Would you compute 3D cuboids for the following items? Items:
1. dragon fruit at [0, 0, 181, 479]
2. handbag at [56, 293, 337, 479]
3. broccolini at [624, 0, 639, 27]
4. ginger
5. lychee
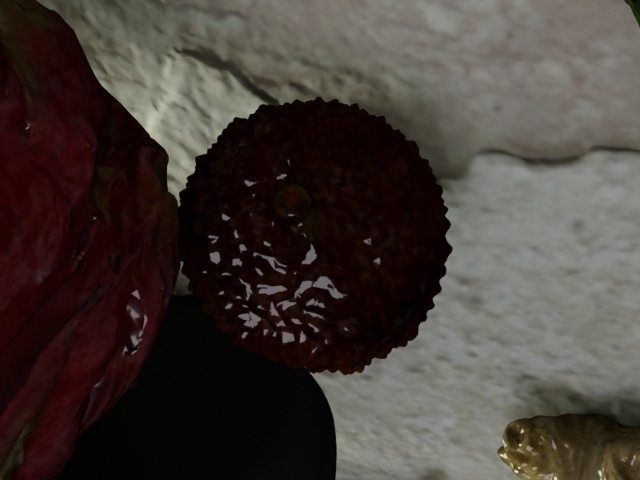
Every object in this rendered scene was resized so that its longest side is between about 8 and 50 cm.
[{"bbox_3d":[-0.220,0.003,0.429,0.329,0.329,0.329,13,140,11],"label":"dragon fruit"},{"bbox_3d":[-0.144,0.124,0.577,0.308,0.254,0.093,2,125,22],"label":"handbag"},{"bbox_3d":[0.144,-0.035,0.420,0.079,0.074,0.392,-28,133,-6],"label":"broccolini"},{"bbox_3d":[0.207,0.148,0.588,0.213,0.074,0.137,41,138,-13],"label":"ginger"},{"bbox_3d":[-0.002,0.003,0.480,0.123,0.123,0.129,18,149,5],"label":"lychee"}]
